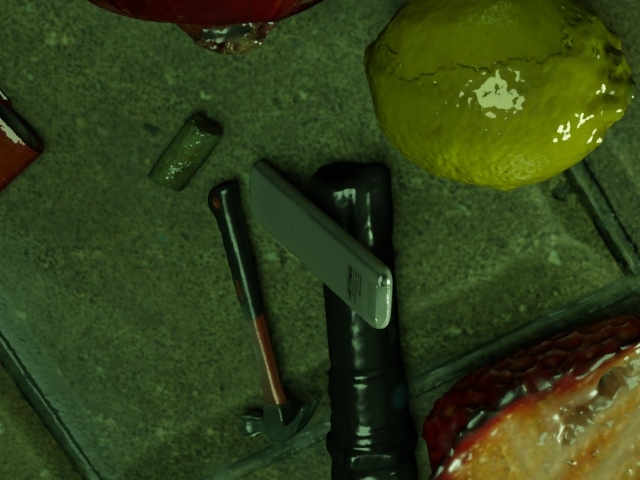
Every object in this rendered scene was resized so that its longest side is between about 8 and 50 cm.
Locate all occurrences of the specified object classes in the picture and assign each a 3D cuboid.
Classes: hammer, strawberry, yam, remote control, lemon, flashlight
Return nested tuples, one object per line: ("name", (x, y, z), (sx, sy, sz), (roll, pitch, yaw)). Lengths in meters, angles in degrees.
("hammer", (-0.071, 0.077, 1.842), (0.111, 0.033, 0.287), (-1, 109, 44))
("strawberry", (0.226, 0.181, 1.769), (0.253, 0.150, 0.280), (8, 112, -12))
("yam", (-0.140, -0.087, 1.799), (0.043, 0.043, 0.094), (37, 115, -3))
("remote control", (0.000, 0.000, 1.715), (0.029, 0.261, 0.067), (-15, 123, -26))
("lemon", (0.162, -0.148, 1.620), (0.260, 0.204, 0.204), (6, 113, 20))
("flashlight", (0.049, 0.118, 1.811), (0.103, 0.103, 0.423), (1, 110, 13))

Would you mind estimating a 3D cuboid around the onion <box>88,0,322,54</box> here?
("onion", (-0.103, -0.334, 1.557), (0.341, 0.341, 0.341), (5, 112, 12))

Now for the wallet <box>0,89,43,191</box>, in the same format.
("wallet", (-0.407, -0.086, 1.863), (0.204, 0.045, 0.142), (-40, 96, 23))
